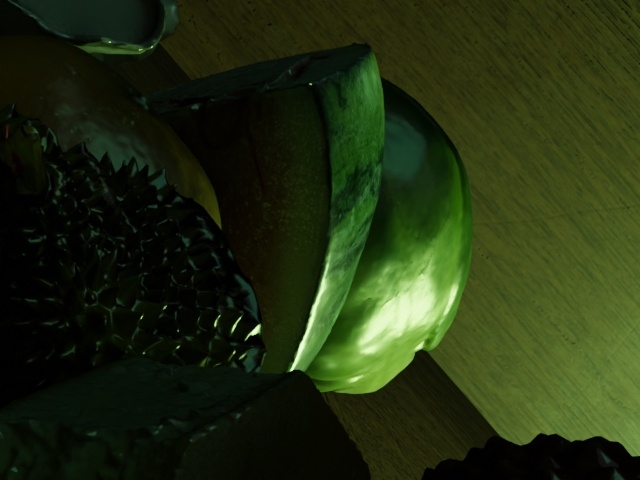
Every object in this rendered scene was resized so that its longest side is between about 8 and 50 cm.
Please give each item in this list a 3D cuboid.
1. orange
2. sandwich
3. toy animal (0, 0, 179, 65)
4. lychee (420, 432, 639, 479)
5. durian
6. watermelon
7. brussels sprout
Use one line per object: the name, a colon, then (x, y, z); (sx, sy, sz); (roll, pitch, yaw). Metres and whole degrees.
orange: (-0.160, -0.021, 1.051); (0.240, 0.171, 0.240); (47, 6, -7)
sandwich: (-0.068, 0.101, 0.690); (0.094, 0.096, 0.258); (8, 15, 25)
toy animal: (-0.251, -0.209, 1.448); (0.258, 0.193, 0.357); (17, -12, -21)
lychee: (0.087, 0.235, 0.783); (0.276, 0.304, 0.276); (20, -6, 2)
durian: (-0.106, 0.025, 0.853); (0.237, 0.138, 0.193); (97, -28, -50)
watermelon: (-0.063, -0.024, 1.214); (0.201, 0.261, 0.213); (13, 20, 7)
brussels sprout: (0.001, -0.004, 1.588); (0.289, 0.281, 0.354); (31, -29, 34)
